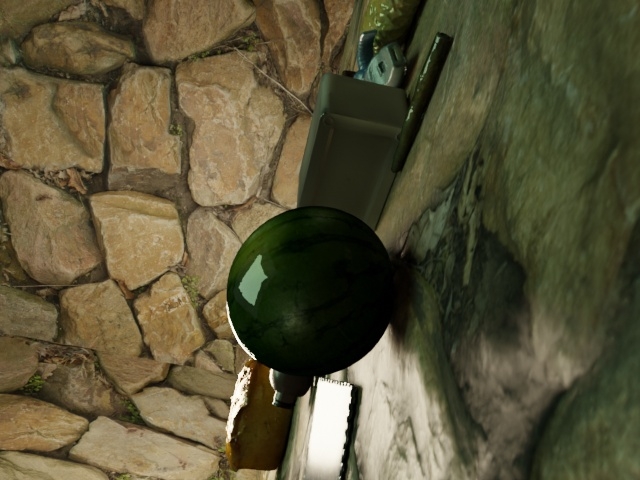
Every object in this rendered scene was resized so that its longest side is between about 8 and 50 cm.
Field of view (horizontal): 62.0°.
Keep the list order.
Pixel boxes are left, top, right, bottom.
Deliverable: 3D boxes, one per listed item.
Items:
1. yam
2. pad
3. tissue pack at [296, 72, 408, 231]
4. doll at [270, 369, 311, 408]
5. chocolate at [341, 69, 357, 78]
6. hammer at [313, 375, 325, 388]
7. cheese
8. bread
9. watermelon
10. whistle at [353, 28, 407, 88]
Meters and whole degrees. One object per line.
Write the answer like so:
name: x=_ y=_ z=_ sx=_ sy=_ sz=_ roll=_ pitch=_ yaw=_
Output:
yam: x=0.146 y=-0.195 z=0.801 sx=0.027 sy=0.029 sz=0.234 roll=-46 pitch=-22 yaw=-44
pad: x=0.007 y=0.383 z=0.949 sx=0.269 sy=0.012 sz=0.270 roll=135 pitch=146 yaw=-72
tissue pack: x=0.053 y=-0.148 z=0.966 sx=0.136 sy=0.159 sz=0.246 roll=-87 pitch=11 yaw=-47
doll: x=-0.071 y=0.322 z=1.459 sx=0.182 sy=0.117 sz=0.258 roll=53 pitch=-137 yaw=-79
chocolate: x=0.073 y=-0.280 z=1.381 sx=0.321 sy=0.111 sz=0.112 roll=112 pitch=159 yaw=-58
hammer: x=0.021 y=0.259 z=1.113 sx=0.246 sy=0.029 sz=0.103 roll=124 pitch=158 yaw=-73
cheese: x=0.139 y=-0.451 z=1.037 sx=0.167 sy=0.093 sz=0.123 roll=112 pitch=170 yaw=-62
bread: x=-0.217 y=0.614 z=1.870 sx=0.398 sy=0.215 sz=0.399 roll=-167 pitch=90 yaw=-84
watermelon: x=-0.012 y=0.071 z=0.753 sx=0.242 sy=0.242 sz=0.243 roll=-168 pitch=90 yaw=-85
whistle: x=0.109 y=-0.305 z=1.051 sx=0.269 sy=0.093 sz=0.180 roll=129 pitch=128 yaw=-79
